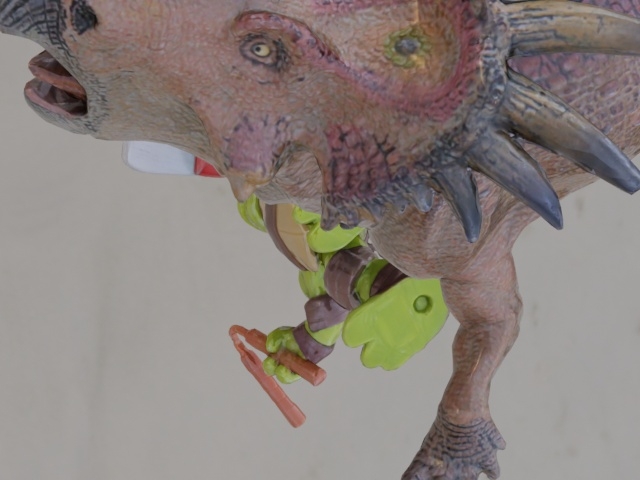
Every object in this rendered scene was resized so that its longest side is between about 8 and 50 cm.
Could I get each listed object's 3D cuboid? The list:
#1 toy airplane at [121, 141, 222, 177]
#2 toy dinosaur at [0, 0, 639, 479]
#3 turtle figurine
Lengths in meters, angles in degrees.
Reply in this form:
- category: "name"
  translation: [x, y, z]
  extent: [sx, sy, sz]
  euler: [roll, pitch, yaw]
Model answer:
- category: "toy airplane"
  translation: [-0.089, -0.235, 1.253]
  extent: [0.272, 0.386, 0.384]
  euler: [26, 44, -28]
- category: "toy dinosaur"
  translation: [0.069, -0.058, 0.418]
  extent: [0.295, 0.127, 0.200]
  euler: [-38, 158, -28]
- category: "turtle figurine"
  translation: [0.000, 0.000, 0.811]
  extent: [0.087, 0.217, 0.270]
  euler: [-13, 106, -16]
